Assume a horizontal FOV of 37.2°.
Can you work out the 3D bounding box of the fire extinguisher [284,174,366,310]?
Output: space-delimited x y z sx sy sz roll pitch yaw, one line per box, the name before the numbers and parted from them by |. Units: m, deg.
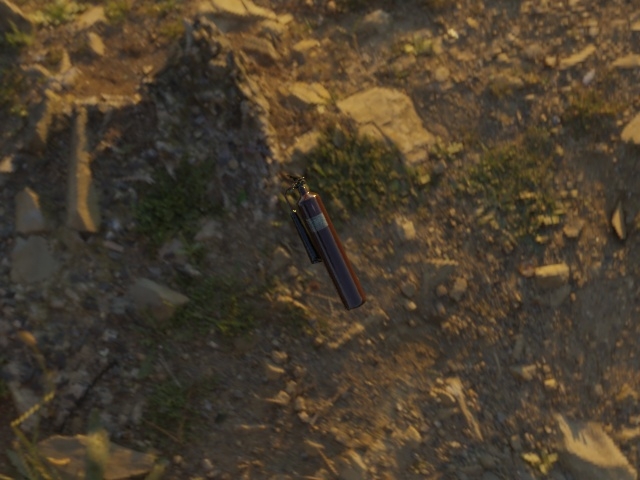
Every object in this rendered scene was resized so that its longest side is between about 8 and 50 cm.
fire extinguisher | 0.000 0.000 1.093 0.035 0.049 0.173 -28 100 -21
